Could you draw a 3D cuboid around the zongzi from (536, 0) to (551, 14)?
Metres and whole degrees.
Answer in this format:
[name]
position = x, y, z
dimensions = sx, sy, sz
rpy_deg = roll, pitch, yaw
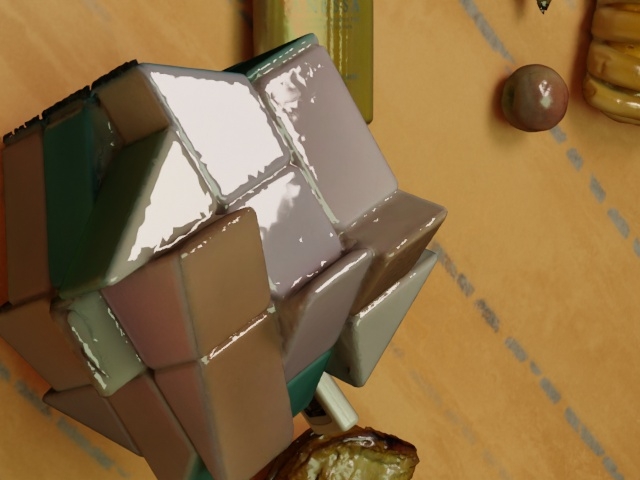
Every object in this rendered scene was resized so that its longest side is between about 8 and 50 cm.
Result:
[zongzi]
position = 0.200, -0.389, 1.801
dimensions = 0.228, 0.115, 0.256
rpy_deg = 1, 108, -35

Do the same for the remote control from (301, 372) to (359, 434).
[remote control]
position = -0.034, 0.118, 1.672
dimensions = 0.029, 0.087, 0.190
rpy_deg = -35, 96, -23

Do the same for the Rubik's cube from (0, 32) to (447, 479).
[Rubik's cube]
position = -0.111, 0.015, 1.467
dimensions = 0.358, 0.387, 0.368
rpy_deg = -35, 100, -34

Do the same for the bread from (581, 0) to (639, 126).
[bread]
position = 0.416, -0.292, 1.975
dimensions = 0.173, 0.121, 0.311
rpy_deg = 6, 94, -39

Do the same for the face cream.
[face cream]
position = -0.007, -0.258, 1.669
dimensions = 0.139, 0.067, 0.285
rpy_deg = -6, 100, -31

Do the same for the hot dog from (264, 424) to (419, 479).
[hot dog]
position = 0.004, 0.322, 1.765
dimensions = 0.175, 0.114, 0.259
rpy_deg = 25, 83, -43

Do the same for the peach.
[peach]
position = 0.252, -0.166, 1.892
dimensions = 0.083, 0.083, 0.083
rpy_deg = -8, 103, -38
